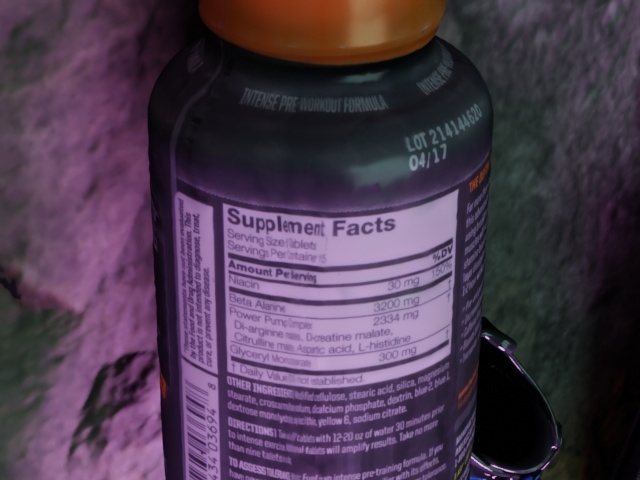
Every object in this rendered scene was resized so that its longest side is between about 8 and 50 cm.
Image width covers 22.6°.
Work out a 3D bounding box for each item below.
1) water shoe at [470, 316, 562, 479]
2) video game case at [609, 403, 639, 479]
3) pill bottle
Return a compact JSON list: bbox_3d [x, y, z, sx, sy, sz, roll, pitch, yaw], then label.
[{"bbox_3d":[0.078,0.103,0.787,0.073,0.080,0.203,-44,135,-14],"label":"water shoe"},{"bbox_3d":[0.262,0.080,0.892,0.196,0.026,0.274,-13,139,-19],"label":"video game case"},{"bbox_3d":[0.000,0.000,0.621,0.130,0.130,0.245,-20,125,-34],"label":"pill bottle"}]
